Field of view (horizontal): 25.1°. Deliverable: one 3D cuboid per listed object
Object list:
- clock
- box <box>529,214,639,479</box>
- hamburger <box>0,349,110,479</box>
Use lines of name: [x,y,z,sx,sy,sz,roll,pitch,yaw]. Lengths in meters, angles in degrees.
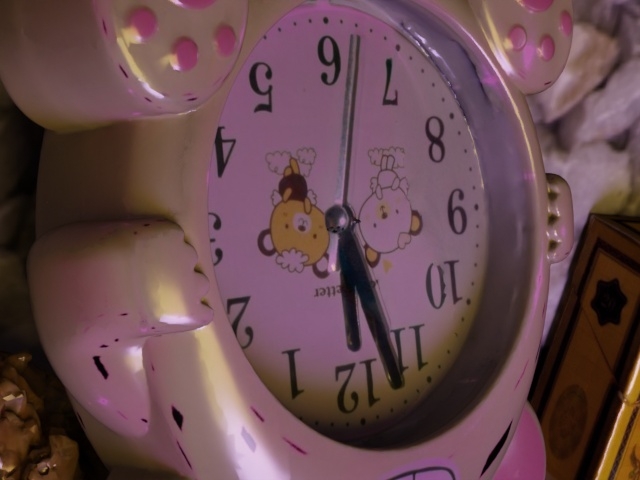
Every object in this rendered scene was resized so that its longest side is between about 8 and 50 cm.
clock: [0.000,0.000,0.638,0.284,0.114,0.310,-8,94,-44]
box: [0.224,0.138,0.948,0.192,0.084,0.302,3,113,-34]
hamburger: [-0.185,0.170,0.671,0.243,0.146,0.286,-10,126,-21]
